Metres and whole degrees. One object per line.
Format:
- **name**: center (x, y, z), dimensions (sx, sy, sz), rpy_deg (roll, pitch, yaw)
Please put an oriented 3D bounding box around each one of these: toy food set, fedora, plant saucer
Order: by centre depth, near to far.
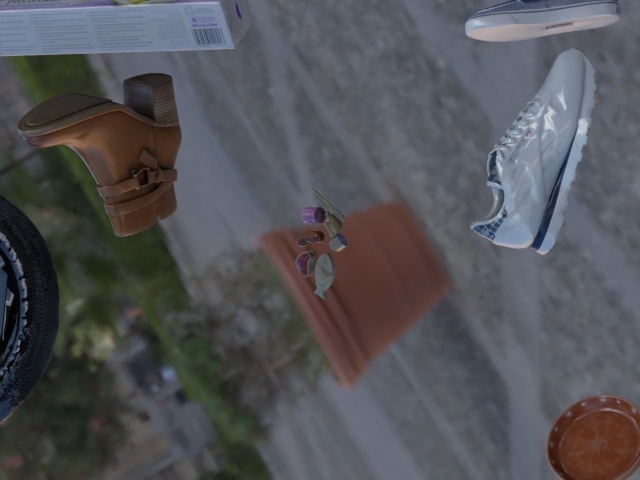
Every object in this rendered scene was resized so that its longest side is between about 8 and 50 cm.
- **plant saucer**: center (0.219, 0.160, 1.363), dimensions (0.013, 0.083, 0.083), rpy_deg (54, 179, -44)
- **fedora**: center (-0.417, 0.087, 1.945), dimensions (0.334, 0.334, 0.152), rpy_deg (57, -168, 17)
- **toy food set**: center (0.000, 0.000, 1.996), dimensions (0.078, 0.019, 0.122), rpy_deg (42, 135, 28)

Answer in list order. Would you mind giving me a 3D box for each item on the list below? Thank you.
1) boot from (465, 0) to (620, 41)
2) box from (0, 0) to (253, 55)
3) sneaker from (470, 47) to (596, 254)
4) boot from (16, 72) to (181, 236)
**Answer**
- **boot**: center (0.268, -0.299, 2.124), dimensions (0.069, 0.190, 0.086), rpy_deg (85, 178, -78)
- **box**: center (-0.237, -0.255, 1.970), dimensions (0.063, 0.324, 0.067), rpy_deg (-63, -35, -46)
- **sneaker**: center (0.240, -0.105, 1.929), dimensions (0.095, 0.235, 0.090), rpy_deg (15, 179, -2)
- **boot**: center (-0.214, -0.076, 1.748), dimensions (0.073, 0.197, 0.152), rpy_deg (19, 118, 43)
